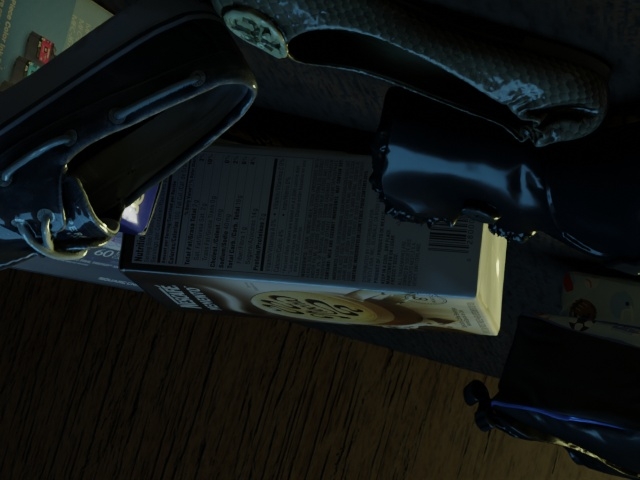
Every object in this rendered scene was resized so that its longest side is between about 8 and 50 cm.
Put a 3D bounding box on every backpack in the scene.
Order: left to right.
[{"bbox_3d":[0.329,0.154,1.766,0.276,0.213,0.263,17,166,39],"label":"backpack"}]

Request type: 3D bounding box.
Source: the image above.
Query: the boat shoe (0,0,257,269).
[{"bbox_3d":[-0.172,-0.037,1.169,0.102,0.301,0.108,57,-176,30],"label":"boat shoe"}]

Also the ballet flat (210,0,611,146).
[{"bbox_3d":[0.051,-0.107,1.080,0.249,0.058,0.084,16,171,2],"label":"ballet flat"}]

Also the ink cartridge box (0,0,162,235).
[{"bbox_3d":[-0.283,-0.124,1.329,0.270,0.151,0.395,11,172,32],"label":"ink cartridge box"}]

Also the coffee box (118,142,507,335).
[{"bbox_3d":[0.000,0.000,1.509,0.297,0.119,0.168,4,167,13],"label":"coffee box"}]

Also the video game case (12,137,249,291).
[{"bbox_3d":[-0.182,-0.029,1.676,0.196,0.026,0.274,12,149,-32],"label":"video game case"}]

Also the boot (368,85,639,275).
[{"bbox_3d":[0.136,-0.047,1.188,0.207,0.094,0.246,16,171,2],"label":"boot"}]
